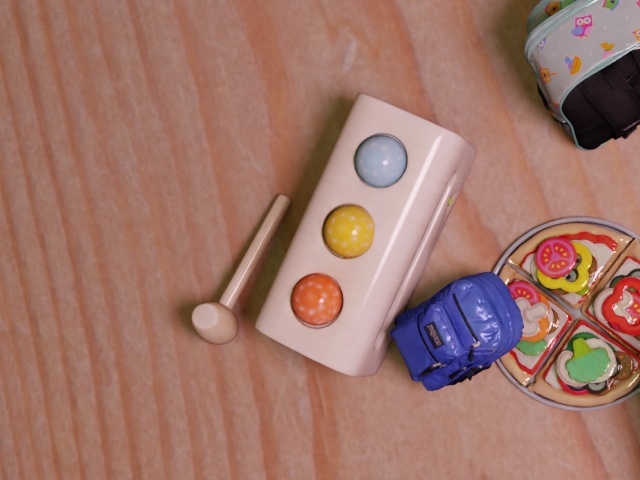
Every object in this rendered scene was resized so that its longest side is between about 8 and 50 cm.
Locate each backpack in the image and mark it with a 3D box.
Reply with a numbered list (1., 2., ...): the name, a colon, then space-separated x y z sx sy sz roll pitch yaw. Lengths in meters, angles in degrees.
1. backpack: 0.285 -0.188 1.319 0.166 0.188 0.144 -29 76 15
2. backpack: 0.142 0.094 1.378 0.120 0.101 0.098 -34 80 34

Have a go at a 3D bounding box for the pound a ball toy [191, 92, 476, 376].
1. pound a ball toy: 0.000 0.000 1.429 0.208 0.136 0.319 26 93 19

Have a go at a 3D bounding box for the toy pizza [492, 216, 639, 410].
1. toy pizza: 0.265 0.075 1.384 0.201 0.032 0.201 -2 84 19
